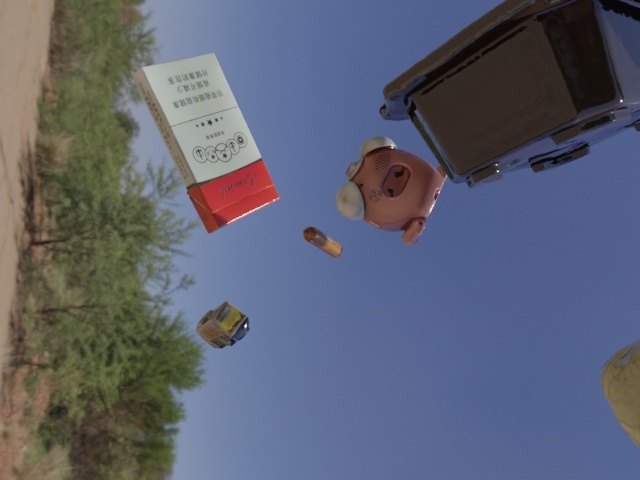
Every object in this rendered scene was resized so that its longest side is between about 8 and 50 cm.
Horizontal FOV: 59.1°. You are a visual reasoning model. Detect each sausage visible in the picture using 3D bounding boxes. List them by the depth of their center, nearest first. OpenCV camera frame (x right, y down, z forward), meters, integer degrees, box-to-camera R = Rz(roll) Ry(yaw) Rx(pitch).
[{"bbox_3d":[0.000,0.000,1.038,0.031,0.107,0.031,-16,-120,30],"label":"sausage"}]

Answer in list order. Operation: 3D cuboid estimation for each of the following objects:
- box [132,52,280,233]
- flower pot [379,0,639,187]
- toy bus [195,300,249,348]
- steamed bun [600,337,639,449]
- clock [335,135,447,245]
[{"bbox_3d":[-0.161,-0.147,0.830,0.035,0.139,0.245,-16,-77,45],"label":"box"},{"bbox_3d":[0.175,-0.103,0.420,0.179,0.250,0.084,-27,-100,45],"label":"flower pot"},{"bbox_3d":[-0.187,0.163,1.070,0.057,0.072,0.172,-53,-171,-27],"label":"toy bus"},{"bbox_3d":[0.583,0.235,0.778,0.272,0.273,0.290,-102,-149,-46],"label":"steamed bun"},{"bbox_3d":[0.119,-0.092,0.956,0.093,0.162,0.166,101,15,-69],"label":"clock"}]
